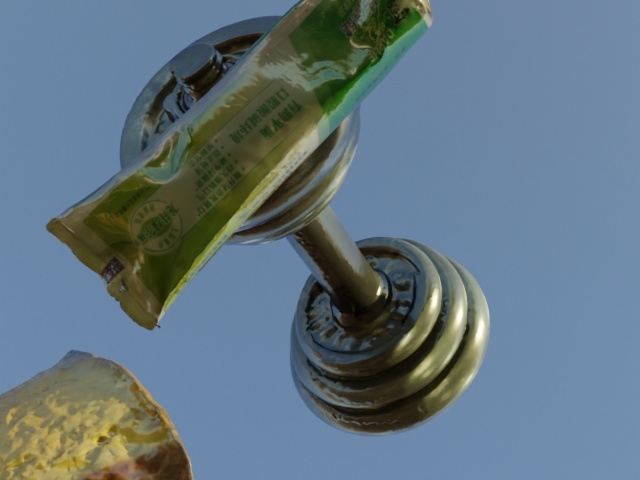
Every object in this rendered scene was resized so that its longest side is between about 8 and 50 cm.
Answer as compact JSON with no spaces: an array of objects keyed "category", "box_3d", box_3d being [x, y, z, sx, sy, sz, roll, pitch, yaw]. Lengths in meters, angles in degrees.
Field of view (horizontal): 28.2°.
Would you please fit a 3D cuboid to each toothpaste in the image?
[{"category":"toothpaste","box_3d":[-0.026,-0.065,0.645,0.248,0.047,0.078,-45,-89,-1]}]

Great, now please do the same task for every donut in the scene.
[{"category":"donut","box_3d":[-0.114,0.169,0.631,0.112,0.295,0.151,-20,-30,-26]}]

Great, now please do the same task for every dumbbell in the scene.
[{"category":"dumbbell","box_3d":[0.000,0.000,0.950,0.179,0.179,0.406,-26,-43,9]}]
